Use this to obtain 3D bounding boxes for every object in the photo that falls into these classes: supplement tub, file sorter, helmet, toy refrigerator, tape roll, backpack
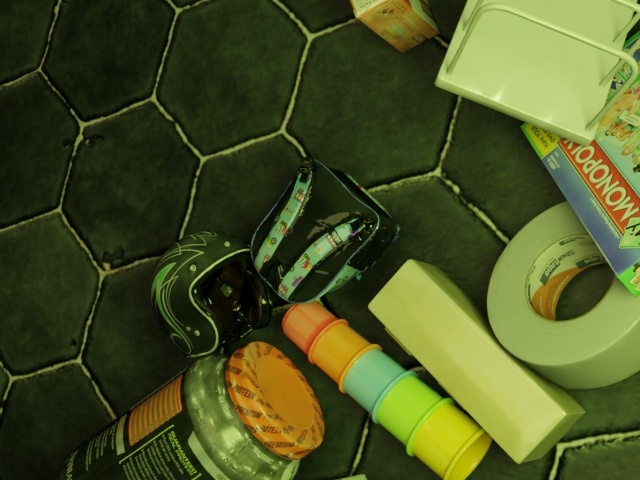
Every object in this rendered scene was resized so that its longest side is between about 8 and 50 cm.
[{"bbox_3d":[-0.173,0.292,1.341,0.338,0.207,0.207,-36,68,19],"label":"supplement tub"},{"bbox_3d":[0.280,-0.291,1.121,0.193,0.173,0.277,22,67,0],"label":"file sorter"},{"bbox_3d":[-0.158,0.068,1.390,0.170,0.169,0.161,-19,92,24],"label":"helmet"},{"bbox_3d":[0.189,0.149,1.232,0.094,0.102,0.269,-50,65,13],"label":"toy refrigerator"},{"bbox_3d":[0.305,0.059,1.149,0.219,0.072,0.219,-28,43,30],"label":"tape roll"},{"bbox_3d":[0.000,0.000,1.343,0.158,0.117,0.173,43,102,25],"label":"backpack"}]

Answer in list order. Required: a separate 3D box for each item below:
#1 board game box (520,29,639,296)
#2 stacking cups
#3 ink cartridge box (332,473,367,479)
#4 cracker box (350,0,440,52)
[{"bbox_3d":[0.368,-0.106,1.113,0.213,0.046,0.317,-39,33,16],"label":"board game box"},{"bbox_3d":[0.073,0.185,1.289,0.316,0.096,0.096,37,100,26],"label":"stacking cups"},{"bbox_3d":[0.003,0.352,1.279,0.099,0.135,0.056,-35,69,20],"label":"ink cartridge box"},{"bbox_3d":[0.072,-0.386,1.341,0.067,0.156,0.232,-24,73,22],"label":"cracker box"}]
